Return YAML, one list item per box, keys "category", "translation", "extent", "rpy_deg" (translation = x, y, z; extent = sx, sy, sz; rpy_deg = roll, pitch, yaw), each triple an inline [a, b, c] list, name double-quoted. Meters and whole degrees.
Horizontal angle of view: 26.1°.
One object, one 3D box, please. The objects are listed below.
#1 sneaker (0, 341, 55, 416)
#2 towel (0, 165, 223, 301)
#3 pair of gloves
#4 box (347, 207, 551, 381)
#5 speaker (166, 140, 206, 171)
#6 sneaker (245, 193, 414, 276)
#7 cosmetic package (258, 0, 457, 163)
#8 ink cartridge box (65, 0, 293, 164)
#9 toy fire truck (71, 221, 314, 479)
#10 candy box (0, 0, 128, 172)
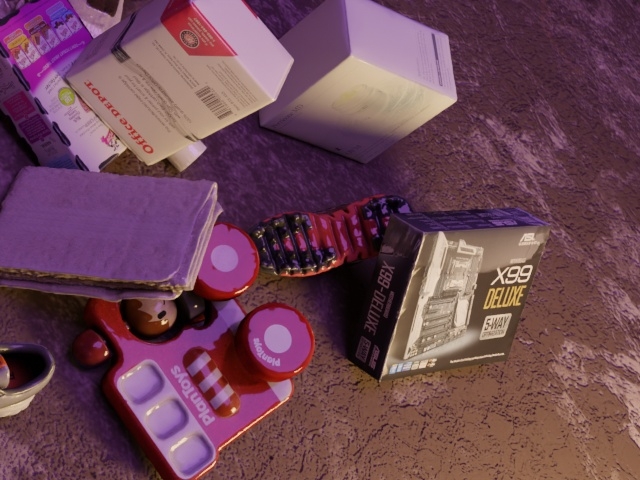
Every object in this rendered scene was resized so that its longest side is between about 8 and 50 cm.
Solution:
- category: "sneaker"
  translation: [-0.420, 0.162, 1.547]
  extent: [0.271, 0.108, 0.100]
  rpy_deg: [-14, 77, -46]
- category: "towel"
  translation: [-0.274, -0.011, 1.720]
  extent: [0.282, 0.049, 0.187]
  rpy_deg: [6, 47, 11]
- category: "pair of gloves"
  translation: [-0.384, -0.361, 1.956]
  extent: [0.240, 0.042, 0.204]
  rpy_deg: [30, 48, -26]
- category: "box"
  translation: [0.200, 0.076, 2.099]
  extent: [0.307, 0.242, 0.076]
  rpy_deg: [-3, 26, -45]
- category: "speaker"
  translation: [-0.227, -0.163, 1.972]
  extent: [0.136, 0.055, 0.055]
  rpy_deg: [48, 42, -10]
- category: "sneaker"
  translation: [0.000, 0.000, 2.057]
  extent: [0.276, 0.135, 0.097]
  rpy_deg: [-13, 86, -23]
- category: "cosmetic package"
  translation: [0.053, -0.252, 2.164]
  extent: [0.225, 0.224, 0.138]
  rpy_deg: [18, 54, -35]
- category: "ink cartridge box"
  translation: [-0.185, -0.223, 1.799]
  extent: [0.172, 0.237, 0.100]
  rpy_deg: [48, 39, -25]
- category: "toy fire truck"
  translation: [-0.176, 0.132, 1.773]
  extent: [0.254, 0.169, 0.302]
  rpy_deg: [-35, 90, -30]
- category: "candy box"
  translation: [-0.350, -0.203, 1.842]
  extent: [0.233, 0.071, 0.159]
  rpy_deg: [57, 40, -14]
